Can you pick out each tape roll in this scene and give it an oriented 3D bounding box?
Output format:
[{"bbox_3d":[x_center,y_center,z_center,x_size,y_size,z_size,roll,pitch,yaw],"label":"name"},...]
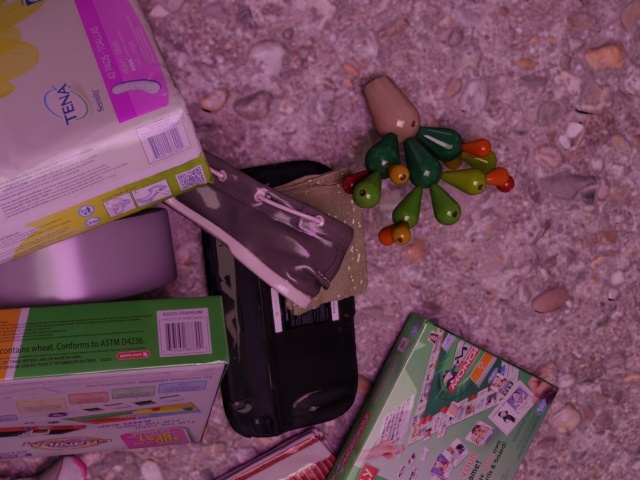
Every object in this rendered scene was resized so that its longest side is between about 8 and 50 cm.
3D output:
[{"bbox_3d":[-0.252,0.018,0.918,0.219,0.219,0.072,-8,95,-11],"label":"tape roll"}]

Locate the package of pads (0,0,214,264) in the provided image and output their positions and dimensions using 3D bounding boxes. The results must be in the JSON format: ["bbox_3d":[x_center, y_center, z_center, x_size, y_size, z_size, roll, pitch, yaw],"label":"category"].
[{"bbox_3d":[-0.249,-0.126,0.846,0.229,0.297,0.101,-23,136,-7],"label":"package of pads"}]

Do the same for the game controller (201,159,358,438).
[{"bbox_3d":[-0.041,0.071,1.080,0.166,0.067,0.319,-13,108,-25],"label":"game controller"}]

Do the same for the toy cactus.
[{"bbox_3d":[0.102,-0.092,1.036,0.218,0.112,0.181,-20,74,-28],"label":"toy cactus"}]

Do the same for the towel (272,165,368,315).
[{"bbox_3d":[0.000,0.000,1.031,0.110,0.027,0.148,-16,107,-25],"label":"towel"}]

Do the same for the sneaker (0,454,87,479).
[{"bbox_3d":[-0.371,0.310,1.033,0.252,0.103,0.111,-37,108,-5],"label":"sneaker"}]

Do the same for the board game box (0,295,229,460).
[{"bbox_3d":[-0.226,0.145,0.928,0.242,0.316,0.064,-3,67,-13],"label":"board game box"}]

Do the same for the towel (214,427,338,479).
[{"bbox_3d":[-0.034,0.413,1.180,0.237,0.037,0.329,-28,108,-3],"label":"towel"}]

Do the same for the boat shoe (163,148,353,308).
[{"bbox_3d":[-0.116,-0.064,0.958,0.335,0.112,0.095,37,86,6],"label":"boat shoe"}]

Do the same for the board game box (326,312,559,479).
[{"bbox_3d":[0.130,0.274,1.150,0.213,0.046,0.317,28,89,-20],"label":"board game box"}]
